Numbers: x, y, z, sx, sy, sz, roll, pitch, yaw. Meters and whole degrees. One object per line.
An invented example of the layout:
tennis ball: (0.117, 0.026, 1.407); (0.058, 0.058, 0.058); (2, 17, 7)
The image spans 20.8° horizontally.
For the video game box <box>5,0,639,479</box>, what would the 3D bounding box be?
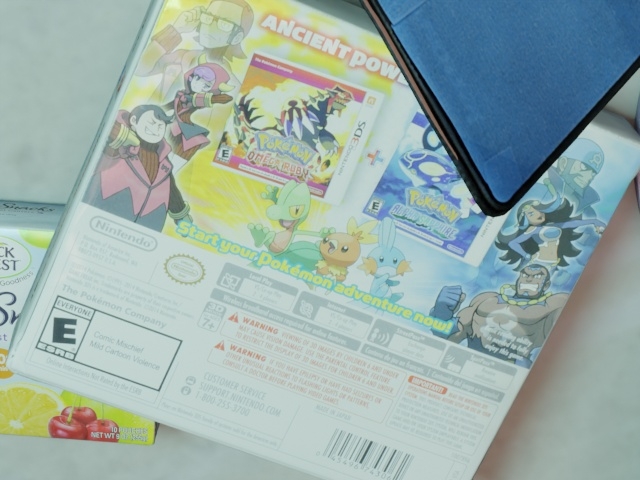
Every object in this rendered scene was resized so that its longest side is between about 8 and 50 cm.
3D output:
video game box: (0.000, 0.000, 0.709); (0.205, 0.048, 0.187); (21, 111, -14)

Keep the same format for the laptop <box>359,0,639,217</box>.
laptop: (0.139, -0.290, 0.520); (0.408, 0.236, 0.382); (-27, 107, 13)

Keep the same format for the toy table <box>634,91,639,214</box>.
toy table: (0.233, 0.035, 0.675); (0.274, 0.161, 0.252); (42, 108, -12)

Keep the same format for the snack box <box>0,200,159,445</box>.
snack box: (-0.139, 0.034, 0.763); (0.141, 0.037, 0.100); (3, 109, 2)
